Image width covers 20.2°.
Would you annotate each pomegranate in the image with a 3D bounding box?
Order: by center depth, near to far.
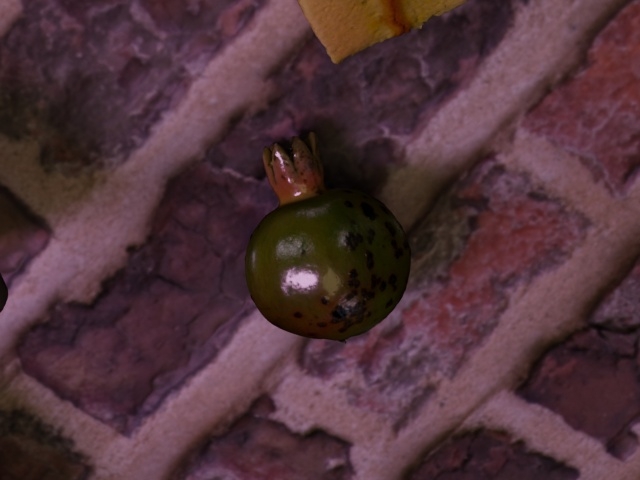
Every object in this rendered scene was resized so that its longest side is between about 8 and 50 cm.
[{"bbox_3d":[0.000,0.000,1.713,0.159,0.159,0.205,-19,94,-1],"label":"pomegranate"}]

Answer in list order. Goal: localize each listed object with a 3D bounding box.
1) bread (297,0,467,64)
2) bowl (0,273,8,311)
[{"bbox_3d":[0.018,-0.309,1.610,0.167,0.163,0.264,-24,150,1],"label":"bread"},{"bbox_3d":[-0.461,0.009,1.525,0.353,0.354,0.185,-14,106,-4],"label":"bowl"}]
